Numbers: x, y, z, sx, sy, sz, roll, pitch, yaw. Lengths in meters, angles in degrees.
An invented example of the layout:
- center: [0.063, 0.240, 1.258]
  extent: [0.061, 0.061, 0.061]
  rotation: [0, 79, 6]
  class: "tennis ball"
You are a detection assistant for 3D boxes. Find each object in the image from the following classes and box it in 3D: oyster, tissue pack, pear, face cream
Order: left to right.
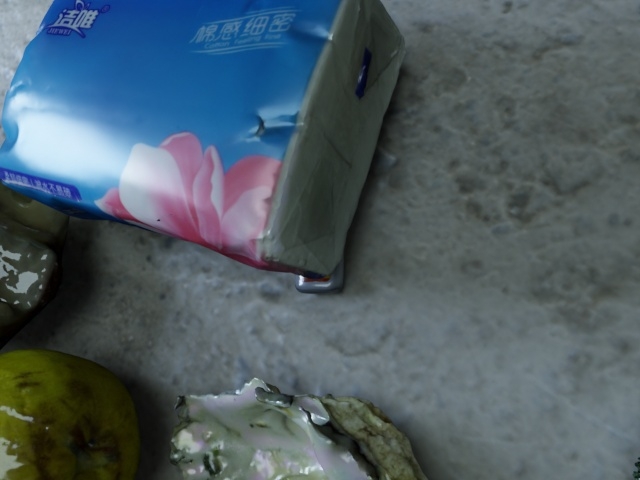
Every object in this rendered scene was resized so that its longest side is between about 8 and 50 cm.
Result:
- center: [-0.218, 0.156, 0.419]
  extent: [0.162, 0.149, 0.149]
  rotation: [-5, 76, 24]
  class: "pear"
- center: [-0.097, -0.102, 0.426]
  extent: [0.270, 0.137, 0.209]
  rotation: [14, 78, 28]
  class: "tissue pack"
- center: [-0.023, 0.153, 0.394]
  extent: [0.209, 0.072, 0.133]
  rotation: [-28, 75, 34]
  class: "oyster"
- center: [0.000, 0.000, 0.439]
  extent: [0.040, 0.021, 0.083]
  rotation: [-3, 76, 21]
  class: "face cream"

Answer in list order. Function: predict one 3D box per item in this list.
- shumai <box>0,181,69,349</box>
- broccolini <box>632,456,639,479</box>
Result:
- center: [-0.384, 0.022, 0.505]
  extent: [0.283, 0.217, 0.346]
  rotation: [6, 77, -21]
  class: "shumai"
- center: [0.303, 0.112, 0.277]
  extent: [0.271, 0.062, 0.123]
  rotation: [-12, 89, 24]
  class: "broccolini"
